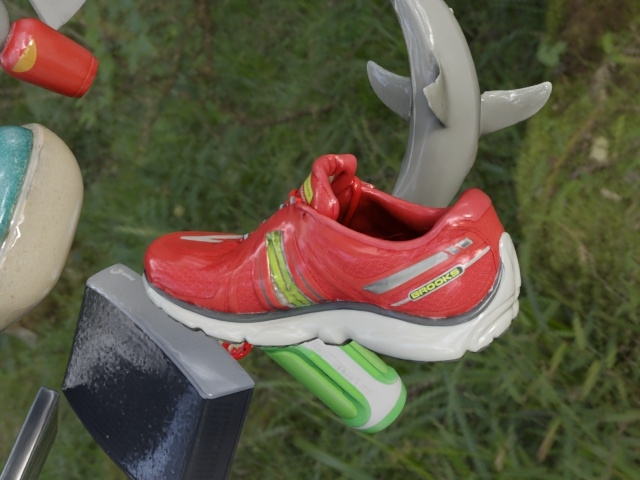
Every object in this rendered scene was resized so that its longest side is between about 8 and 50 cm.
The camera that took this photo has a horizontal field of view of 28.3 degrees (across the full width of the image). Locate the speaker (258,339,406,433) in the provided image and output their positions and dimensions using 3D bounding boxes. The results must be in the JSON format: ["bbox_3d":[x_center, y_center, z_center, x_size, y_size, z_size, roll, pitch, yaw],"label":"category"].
[{"bbox_3d":[0.009,0.193,2.097,0.131,0.296,0.131,-35,29,22],"label":"speaker"}]

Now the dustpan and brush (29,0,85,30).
[{"bbox_3d":[-0.291,-0.372,1.548,0.211,0.147,0.060,-44,61,-12],"label":"dustpan and brush"}]

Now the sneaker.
[{"bbox_3d":[0.000,0.000,0.835,0.279,0.118,0.107,2,24,30],"label":"sneaker"}]

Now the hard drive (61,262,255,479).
[{"bbox_3d":[-0.169,0.145,1.242,0.255,0.054,0.172,36,116,43],"label":"hard drive"}]

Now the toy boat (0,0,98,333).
[{"bbox_3d":[-0.294,-0.064,1.076,0.267,0.148,0.318,-26,47,50],"label":"toy boat"}]

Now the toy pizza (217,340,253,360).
[{"bbox_3d":[-0.139,0.110,1.684,0.201,0.201,0.032,-47,50,13],"label":"toy pizza"}]

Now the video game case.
[{"bbox_3d":[-0.336,0.276,1.396,0.274,0.026,0.196,127,165,-69],"label":"video game case"}]

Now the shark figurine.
[{"bbox_3d":[0.069,-0.143,0.984,0.166,0.278,0.116,-22,12,21],"label":"shark figurine"}]
